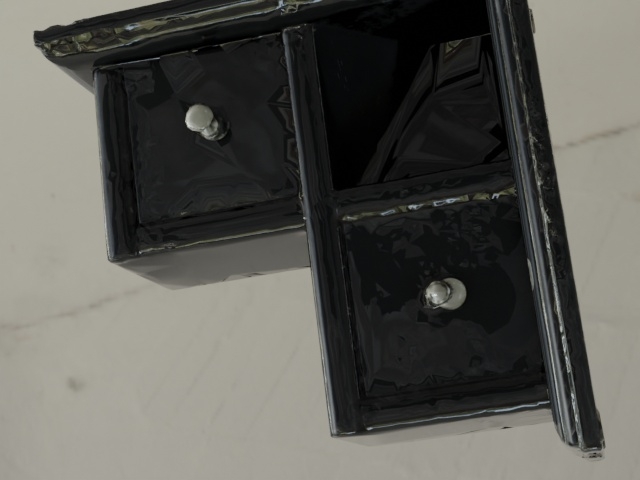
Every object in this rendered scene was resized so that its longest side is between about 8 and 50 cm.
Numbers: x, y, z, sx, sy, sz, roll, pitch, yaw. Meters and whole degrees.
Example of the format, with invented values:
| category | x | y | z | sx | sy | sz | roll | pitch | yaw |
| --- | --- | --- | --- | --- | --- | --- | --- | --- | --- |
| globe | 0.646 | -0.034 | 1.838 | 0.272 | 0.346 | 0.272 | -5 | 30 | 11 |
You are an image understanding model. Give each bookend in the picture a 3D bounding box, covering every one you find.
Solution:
| category | x | y | z | sx | sy | sz | roll | pitch | yaw |
| --- | --- | --- | --- | --- | --- | --- | --- | --- | --- |
| bookend | 0.000 | 0.000 | 0.406 | 0.157 | 0.072 | 0.156 | -9 | -103 | 12 |
